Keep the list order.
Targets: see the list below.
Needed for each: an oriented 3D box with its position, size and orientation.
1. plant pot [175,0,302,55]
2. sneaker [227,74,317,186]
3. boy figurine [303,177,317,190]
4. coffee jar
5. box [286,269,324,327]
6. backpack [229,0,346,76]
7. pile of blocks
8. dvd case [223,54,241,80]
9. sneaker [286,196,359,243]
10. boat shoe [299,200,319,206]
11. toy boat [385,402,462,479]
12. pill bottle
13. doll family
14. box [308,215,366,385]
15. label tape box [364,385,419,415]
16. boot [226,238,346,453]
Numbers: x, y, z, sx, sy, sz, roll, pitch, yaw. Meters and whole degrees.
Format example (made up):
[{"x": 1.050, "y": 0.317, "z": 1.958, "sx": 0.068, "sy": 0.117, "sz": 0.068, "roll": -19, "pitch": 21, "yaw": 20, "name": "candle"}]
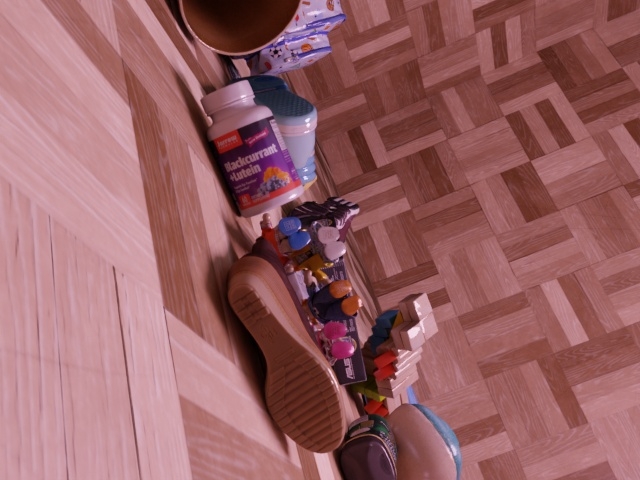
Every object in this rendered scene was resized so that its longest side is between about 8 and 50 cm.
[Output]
[{"x": -0.191, "y": -0.508, "z": 1.285, "sx": 0.254, "sy": 0.237, "sz": 0.237, "roll": 52, "pitch": -5, "yaw": 39, "name": "plant pot"}, {"x": -0.104, "y": -0.213, "z": 1.432, "sx": 0.319, "sy": 0.127, "sz": 0.208, "roll": -128, "pitch": -150, "yaw": -53, "name": "sneaker"}, {"x": -0.093, "y": -0.243, "z": 1.665, "sx": 0.177, "sy": 0.092, "sz": 0.285, "roll": 62, "pitch": 5, "yaw": -64, "name": "boy figurine"}, {"x": 0.081, "y": 0.351, "z": 1.133, "sx": 0.184, "sy": 0.079, "sz": 0.096, "roll": 3, "pitch": 66, "yaw": -83, "name": "coffee jar"}, {"x": -0.034, "y": 0.099, "z": 1.206, "sx": 0.145, "sy": 0.038, "sz": 0.186, "roll": 30, "pitch": 38, "yaw": -81, "name": "box"}, {"x": -0.076, "y": -0.484, "z": 1.544, "sx": 0.213, "sy": 0.263, "sz": 0.276, "roll": 66, "pitch": -13, "yaw": -19, "name": "backpack"}, {"x": 0.123, "y": 0.250, "z": 1.410, "sx": 0.149, "sy": 0.113, "sz": 0.362, "roll": 35, "pitch": -46, "yaw": 29, "name": "pile of blocks"}, {"x": -0.189, "y": -0.361, "z": 1.598, "sx": 0.087, "sy": 0.013, "sz": 0.119, "roll": 49, "pitch": 21, "yaw": -73, "name": "dvd case"}, {"x": 0.000, "y": 0.000, "z": 1.606, "sx": 0.281, "sy": 0.106, "sz": 0.162, "roll": -20, "pitch": 130, "yaw": -60, "name": "sneaker"}, {"x": -0.028, "y": -0.060, "z": 1.753, "sx": 0.079, "sy": 0.084, "sz": 0.233, "roll": 31, "pitch": 10, "yaw": 8, "name": "boat shoe"}, {"x": 0.226, "y": 0.456, "z": 1.268, "sx": 0.318, "sy": 0.148, "sz": 0.267, "roll": 53, "pitch": -30, "yaw": 31, "name": "toy boat"}, {"x": -0.109, "y": -0.141, "z": 1.068, "sx": 0.108, "sy": 0.108, "sz": 0.193, "roll": -77, "pitch": 144, "yaw": -79, "name": "pill bottle"}, {"x": -0.005, "y": 0.071, "z": 1.048, "sx": 0.163, "sy": 0.118, "sz": 0.262, "roll": -28, "pitch": -97, "yaw": 64, "name": "doll family"}, {"x": 0.032, "y": 0.115, "z": 1.382, "sx": 0.216, "sy": 0.060, "sz": 0.270, "roll": -97, "pitch": 176, "yaw": -65, "name": "box"}, {"x": 0.210, "y": 0.481, "z": 1.661, "sx": 0.249, "sy": 0.115, "sz": 0.347, "roll": -103, "pitch": 172, "yaw": -55, "name": "label tape box"}, {"x": -0.033, "y": 0.122, "z": 0.881, "sx": 0.248, "sy": 0.090, "sz": 0.207, "roll": 63, "pitch": 9, "yaw": -9, "name": "boot"}]
